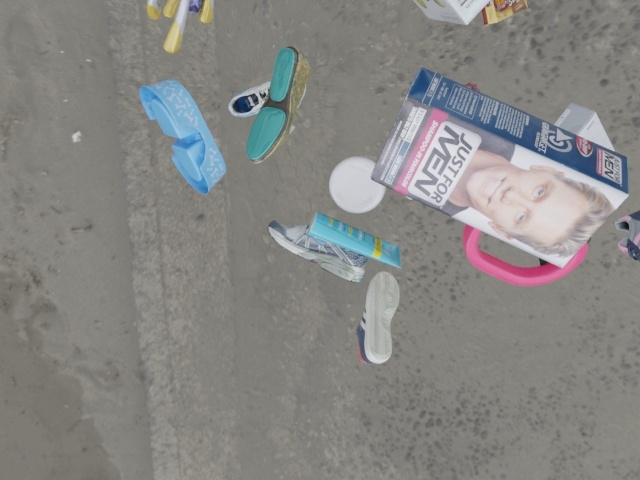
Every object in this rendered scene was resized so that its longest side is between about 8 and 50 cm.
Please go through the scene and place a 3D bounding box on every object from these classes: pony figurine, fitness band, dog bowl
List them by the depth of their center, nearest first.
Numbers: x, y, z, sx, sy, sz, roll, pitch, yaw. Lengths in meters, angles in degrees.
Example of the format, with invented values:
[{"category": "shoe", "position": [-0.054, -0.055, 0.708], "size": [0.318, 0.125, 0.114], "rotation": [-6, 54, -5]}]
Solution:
[{"category": "fitness band", "position": [0.455, 0.006, 1.274], "size": [0.291, 0.054, 0.209], "rotation": [23, 130, -24]}, {"category": "dog bowl", "position": [-0.328, -0.256, 1.392], "size": [0.074, 0.166, 0.297], "rotation": [-39, 125, -22]}, {"category": "pony figurine", "position": [-0.307, -0.711, 1.450], "size": [0.303, 0.351, 0.363], "rotation": [31, 140, -2]}]

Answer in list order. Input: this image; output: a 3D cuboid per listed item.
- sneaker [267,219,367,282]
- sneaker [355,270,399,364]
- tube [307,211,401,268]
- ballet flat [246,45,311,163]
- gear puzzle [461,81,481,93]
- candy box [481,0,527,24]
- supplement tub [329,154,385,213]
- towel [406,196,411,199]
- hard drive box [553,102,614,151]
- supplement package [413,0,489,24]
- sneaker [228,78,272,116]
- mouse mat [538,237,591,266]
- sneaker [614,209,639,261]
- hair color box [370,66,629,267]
[{"category": "sneaker", "position": [0.000, 0.000, 1.445], "size": [0.283, 0.110, 0.122], "rotation": [26, 90, 18]}, {"category": "sneaker", "position": [0.195, 0.285, 2.093], "size": [0.131, 0.148, 0.350], "rotation": [21, 62, -14]}, {"category": "tube", "position": [0.076, 0.001, 1.206], "size": [0.207, 0.080, 0.052], "rotation": [21, 128, -9]}, {"category": "ballet flat", "position": [-0.110, -0.381, 1.652], "size": [0.123, 0.123, 0.348], "rotation": [17, 95, -11]}, {"category": "gear puzzle", "position": [0.498, -0.370, 1.846], "size": [0.175, 0.339, 0.044], "rotation": [-33, 149, 12]}, {"category": "candy box", "position": [0.581, -0.766, 1.808], "size": [0.187, 0.053, 0.109], "rotation": [-32, 116, -31]}, {"category": "supplement tub", "position": [0.105, -0.153, 1.512], "size": [0.144, 0.199, 0.144], "rotation": [2, 100, 9]}, {"category": "towel", "position": [0.318, -0.278, 1.749], "size": [0.034, 0.209, 0.285], "rotation": [25, 112, -24]}, {"category": "hard drive box", "position": [0.783, -0.277, 1.748], "size": [0.181, 0.089, 0.232], "rotation": [-53, 136, 5]}, {"category": "supplement package", "position": [0.210, -0.555, 1.005], "size": [0.263, 0.199, 0.198], "rotation": [38, 102, -24]}, {"category": "sneaker", "position": [-0.179, -0.446, 1.771], "size": [0.237, 0.086, 0.085], "rotation": [-21, 109, 20]}, {"category": "mouse mat", "position": [0.574, -0.004, 1.340], "size": [0.153, 0.007, 0.189], "rotation": [-37, 137, -1]}, {"category": "sneaker", "position": [0.927, 0.038, 1.618], "size": [0.131, 0.319, 0.112], "rotation": [-16, 125, 28]}, {"category": "hair color box", "position": [0.273, -0.112, 0.899], "size": [0.347, 0.105, 0.174], "rotation": [24, 136, 3]}]
